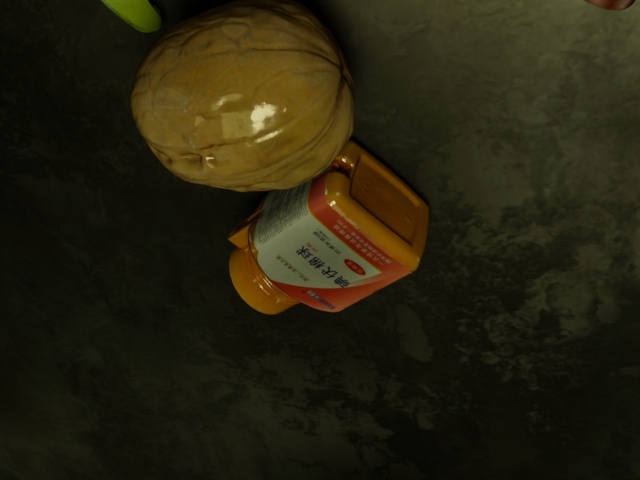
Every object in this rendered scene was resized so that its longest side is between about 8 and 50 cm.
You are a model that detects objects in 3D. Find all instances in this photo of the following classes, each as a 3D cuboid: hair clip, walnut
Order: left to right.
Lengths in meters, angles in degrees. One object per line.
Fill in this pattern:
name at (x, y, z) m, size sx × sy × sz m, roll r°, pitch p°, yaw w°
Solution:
hair clip at (-0.224, -0.277, 0.957) m, size 0.060 × 0.033 × 0.188 m, roll -15°, pitch 129°, yaw 31°
walnut at (-0.076, -0.139, 0.949) m, size 0.222 × 0.195 × 0.195 m, roll -4°, pitch 134°, yaw 31°

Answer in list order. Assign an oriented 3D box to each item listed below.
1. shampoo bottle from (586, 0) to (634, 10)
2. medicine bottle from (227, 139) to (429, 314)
shampoo bottle at (0.277, -0.318, 0.722) m, size 0.118 × 0.076 × 0.314 m, roll 25°, pitch 138°, yaw 2°
medicine bottle at (0.000, 0.001, 1.121) m, size 0.149 × 0.112 × 0.222 m, roll 38°, pitch 133°, yaw -22°
